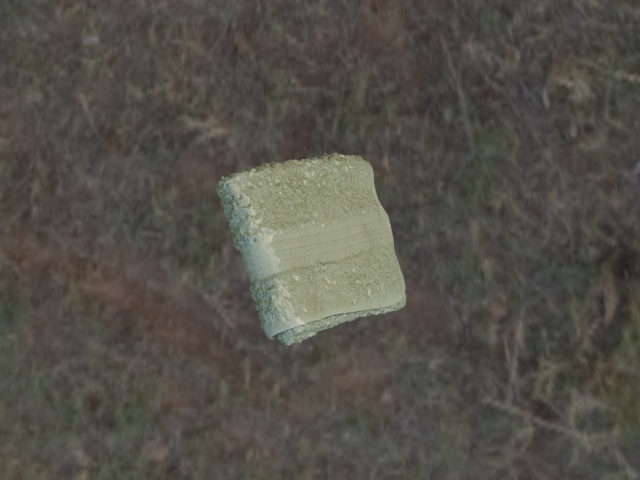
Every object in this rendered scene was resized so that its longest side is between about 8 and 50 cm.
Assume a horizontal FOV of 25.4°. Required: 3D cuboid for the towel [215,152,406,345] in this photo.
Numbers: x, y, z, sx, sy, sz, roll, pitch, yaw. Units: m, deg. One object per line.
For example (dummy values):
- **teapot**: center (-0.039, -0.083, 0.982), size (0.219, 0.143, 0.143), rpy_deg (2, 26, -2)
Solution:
- **towel**: center (0.000, 0.000, 0.853), size (0.027, 0.148, 0.110), rpy_deg (-23, 84, 35)
